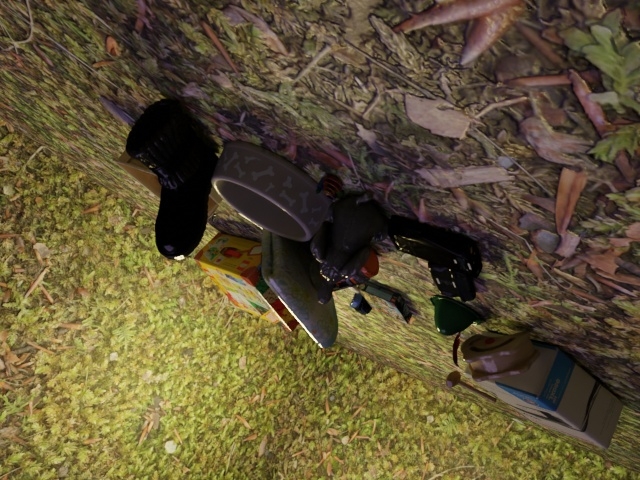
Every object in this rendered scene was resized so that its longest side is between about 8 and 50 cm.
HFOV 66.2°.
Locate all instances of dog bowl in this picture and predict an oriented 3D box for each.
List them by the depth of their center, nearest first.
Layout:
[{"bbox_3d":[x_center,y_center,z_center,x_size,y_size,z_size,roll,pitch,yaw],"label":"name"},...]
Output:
[{"bbox_3d":[-0.137,-0.118,1.317,0.348,0.102,0.349,28,165,8],"label":"dog bowl"}]

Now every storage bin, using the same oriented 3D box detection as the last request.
[{"bbox_3d":[-0.486,-0.209,1.617,0.260,0.123,0.262,20,162,33],"label":"storage bin"}]

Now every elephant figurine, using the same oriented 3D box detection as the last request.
[{"bbox_3d":[0.055,0.025,1.158,0.169,0.239,0.186,11,157,50],"label":"elephant figurine"}]

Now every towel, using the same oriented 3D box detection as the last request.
[{"bbox_3d":[-0.072,0.114,1.533,0.320,0.090,0.374,51,-166,-29],"label":"towel"}]

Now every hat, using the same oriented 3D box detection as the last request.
[{"bbox_3d":[0.383,0.289,1.519,0.172,0.184,0.208,23,163,24],"label":"hat"}]

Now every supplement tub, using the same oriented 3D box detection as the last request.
[{"bbox_3d":[0.072,0.084,1.461,0.190,0.117,0.117,-20,135,34],"label":"supplement tub"}]

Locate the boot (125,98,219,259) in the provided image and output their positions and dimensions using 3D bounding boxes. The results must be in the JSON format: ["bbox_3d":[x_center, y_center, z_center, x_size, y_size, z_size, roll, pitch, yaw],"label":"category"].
[{"bbox_3d":[-0.385,-0.148,1.236,0.131,0.348,0.260,4,162,14],"label":"boot"}]

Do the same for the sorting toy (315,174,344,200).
[{"bbox_3d":[0.019,-0.116,1.146,0.061,0.042,0.102,27,165,11],"label":"sorting toy"}]

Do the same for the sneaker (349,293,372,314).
[{"bbox_3d":[0.174,0.259,2.023,0.090,0.081,0.232,24,171,8],"label":"sneaker"}]

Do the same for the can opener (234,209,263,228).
[{"bbox_3d":[-0.191,-0.034,1.689,0.076,0.095,0.283,15,166,41],"label":"can opener"}]

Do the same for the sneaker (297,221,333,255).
[{"bbox_3d":[0.000,0.000,1.483,0.227,0.087,0.130,20,164,41],"label":"sneaker"}]

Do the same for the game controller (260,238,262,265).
[{"bbox_3d":[-0.158,0.092,1.921,0.067,0.167,0.319,-11,153,12],"label":"game controller"}]

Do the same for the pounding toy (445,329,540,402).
[{"bbox_3d":[0.509,0.367,1.444,0.269,0.154,0.155,-24,96,33],"label":"pounding toy"}]

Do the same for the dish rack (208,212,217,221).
[{"bbox_3d":[-0.517,-0.168,1.916,0.271,0.074,0.208,30,166,-8],"label":"dish rack"}]

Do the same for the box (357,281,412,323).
[{"bbox_3d":[0.246,0.234,1.861,0.159,0.044,0.233,20,162,31],"label":"box"}]

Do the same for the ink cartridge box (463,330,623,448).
[{"bbox_3d":[0.700,0.465,1.544,0.395,0.166,0.285,36,164,-24],"label":"ink cartridge box"}]

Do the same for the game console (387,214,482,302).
[{"bbox_3d":[0.300,0.063,1.217,0.213,0.044,0.361,22,163,33],"label":"game console"}]

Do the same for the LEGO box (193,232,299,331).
[{"bbox_3d":[-0.310,0.181,2.288,0.500,0.193,0.372,11,143,50],"label":"LEGO box"}]

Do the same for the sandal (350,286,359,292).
[{"bbox_3d":[0.052,0.061,1.622,0.265,0.076,0.102,46,176,26],"label":"sandal"}]
